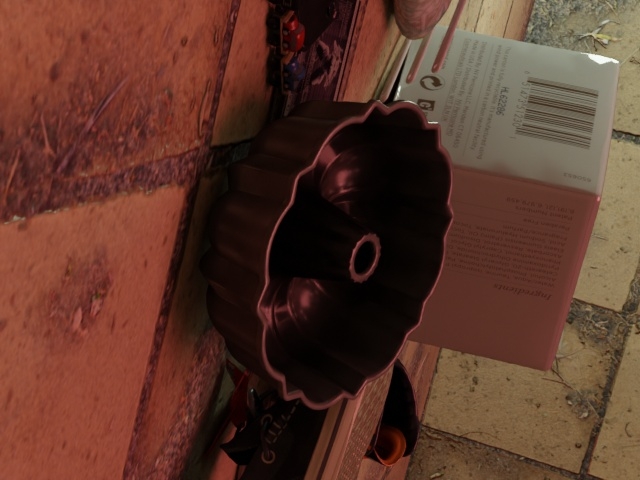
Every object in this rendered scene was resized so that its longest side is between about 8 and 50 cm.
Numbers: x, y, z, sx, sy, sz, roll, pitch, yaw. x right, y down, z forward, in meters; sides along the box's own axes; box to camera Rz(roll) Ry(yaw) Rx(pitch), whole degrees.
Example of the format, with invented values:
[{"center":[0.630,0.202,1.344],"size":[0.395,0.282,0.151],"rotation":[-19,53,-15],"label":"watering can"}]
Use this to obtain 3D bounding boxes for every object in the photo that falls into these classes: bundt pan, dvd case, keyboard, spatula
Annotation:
[{"center":[0.000,0.000,1.265],"size":[0.331,0.124,0.331],"rotation":[-29,129,-43],"label":"bundt pan"},{"center":[-0.004,-0.205,1.378],"size":[0.221,0.018,0.164],"rotation":[-17,121,-74],"label":"dvd case"},{"center":[-0.006,-0.286,1.215],"size":[0.108,0.023,0.180],"rotation":[-52,152,-35],"label":"keyboard"},{"center":[0.162,-0.315,1.762],"size":[0.168,0.019,0.242],"rotation":[-22,-142,52],"label":"spatula"}]

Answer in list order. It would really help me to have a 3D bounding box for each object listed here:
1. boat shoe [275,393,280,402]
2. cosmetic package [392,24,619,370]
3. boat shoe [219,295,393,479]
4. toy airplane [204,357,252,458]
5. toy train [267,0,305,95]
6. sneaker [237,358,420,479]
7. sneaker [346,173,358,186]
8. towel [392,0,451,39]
[{"center":[-0.023,0.229,1.704],"size":[0.081,0.079,0.227],"rotation":[-5,113,-52],"label":"boat shoe"},{"center":[0.255,-0.065,1.901],"size":[0.394,0.327,0.329],"rotation":[94,11,-45],"label":"cosmetic package"},{"center":[-0.035,0.244,1.419],"size":[0.187,0.156,0.500],"rotation":[64,47,-68],"label":"boat shoe"},{"center":[-0.096,0.186,1.452],"size":[0.151,0.028,0.151],"rotation":[18,90,-77],"label":"toy airplane"},{"center":[-0.032,-0.207,1.209],"size":[0.158,0.036,0.027],"rotation":[92,19,-49],"label":"toy train"},{"center":[0.012,0.275,1.585],"size":[0.124,0.180,0.321],"rotation":[11,106,-47],"label":"sneaker"},{"center":[0.010,-0.045,1.465],"size":[0.084,0.083,0.215],"rotation":[-59,165,-18],"label":"sneaker"},{"center":[0.174,-0.494,1.618],"size":[0.320,0.090,0.374],"rotation":[61,48,-72],"label":"towel"}]
